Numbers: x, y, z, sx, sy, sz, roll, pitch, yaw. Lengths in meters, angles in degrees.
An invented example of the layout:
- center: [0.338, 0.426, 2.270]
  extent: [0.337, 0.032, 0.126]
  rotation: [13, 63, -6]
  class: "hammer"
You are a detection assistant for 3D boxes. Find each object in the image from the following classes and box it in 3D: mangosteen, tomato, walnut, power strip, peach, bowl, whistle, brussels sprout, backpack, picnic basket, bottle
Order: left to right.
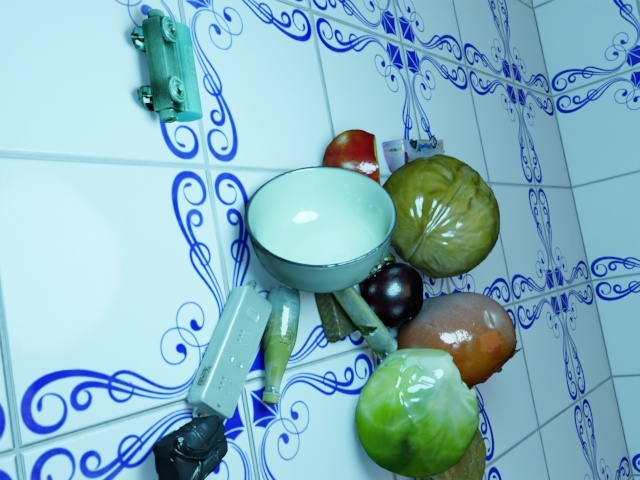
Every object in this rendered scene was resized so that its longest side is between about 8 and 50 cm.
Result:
- center: [-0.250, 0.407, 1.236]
  extent: [0.165, 0.105, 0.120]
  rotation: [-18, 103, -70]
  class: "backpack"
- center: [-0.190, 0.229, 1.393]
  extent: [0.098, 0.058, 0.339]
  rotation: [44, 48, -33]
  class: "power strip"
- center: [-0.098, 0.241, 1.481]
  extent: [0.083, 0.083, 0.270]
  rotation: [27, 62, -43]
  class: "bottle"
- center: [0.000, 0.000, 1.522]
  extent: [0.354, 0.353, 0.185]
  rotation: [-56, 156, -42]
  class: "bowl"
- center: [0.043, 0.167, 1.692]
  extent: [0.110, 0.054, 0.194]
  rotation: [-16, 93, -51]
  class: "picnic basket"
- center: [0.098, 0.182, 1.666]
  extent: [0.326, 0.057, 0.068]
  rotation: [55, 44, -24]
  class: "whistle"
- center: [0.106, -0.212, 1.770]
  extent: [0.190, 0.192, 0.190]
  rotation: [-29, 129, -43]
  class: "peach"
- center: [0.184, 0.127, 1.788]
  extent: [0.194, 0.194, 0.231]
  rotation: [-19, 69, -51]
  class: "mangosteen"
- center: [0.243, 0.440, 1.660]
  extent: [0.343, 0.268, 0.345]
  rotation: [-2, 99, -13]
  class: "brussels sprout"
- center: [0.333, -0.075, 1.803]
  extent: [0.398, 0.353, 0.308]
  rotation: [-51, 163, -64]
  class: "walnut"
- center: [0.389, 0.283, 1.865]
  extent: [0.273, 0.341, 0.341]
  rotation: [56, 41, -2]
  class: "tomato"

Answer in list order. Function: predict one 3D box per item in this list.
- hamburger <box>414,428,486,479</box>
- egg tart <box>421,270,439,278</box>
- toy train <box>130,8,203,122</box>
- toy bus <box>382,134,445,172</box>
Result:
- center: [0.385, 0.647, 1.891]
  extent: [0.260, 0.144, 0.283]
  rotation: [52, 50, -30]
  class: "hamburger"
- center: [0.391, -0.005, 2.117]
  extent: [0.288, 0.118, 0.289]
  rotation: [20, 65, -50]
  class: "egg tart"
- center: [-0.322, -0.370, 1.398]
  extent: [0.159, 0.101, 0.249]
  rotation: [6, 74, -65]
  class: "toy train"
- center: [0.314, -0.287, 2.126]
  extent: [0.274, 0.090, 0.113]
  rotation: [-11, 97, -50]
  class: "toy bus"
